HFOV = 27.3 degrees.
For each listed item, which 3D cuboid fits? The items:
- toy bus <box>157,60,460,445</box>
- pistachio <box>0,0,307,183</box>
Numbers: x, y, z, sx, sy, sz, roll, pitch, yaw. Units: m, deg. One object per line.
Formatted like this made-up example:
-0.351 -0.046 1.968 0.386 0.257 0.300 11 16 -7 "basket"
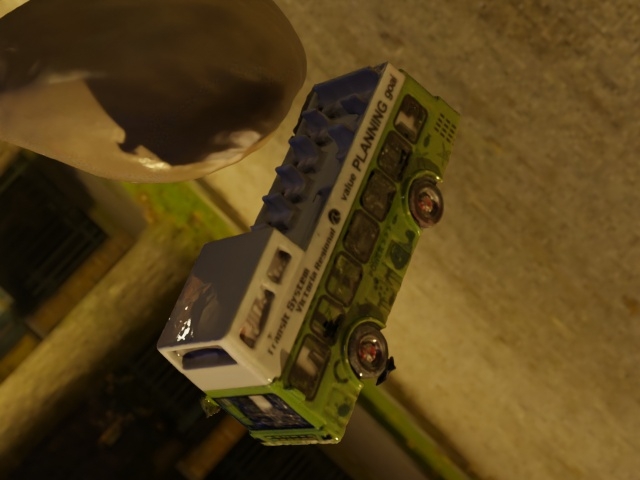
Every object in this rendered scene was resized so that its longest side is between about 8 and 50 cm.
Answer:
0.000 0.000 1.012 0.139 0.302 0.113 40 148 -29 "toy bus"
-0.151 -0.145 1.113 0.288 0.197 0.166 -1 178 -12 "pistachio"
